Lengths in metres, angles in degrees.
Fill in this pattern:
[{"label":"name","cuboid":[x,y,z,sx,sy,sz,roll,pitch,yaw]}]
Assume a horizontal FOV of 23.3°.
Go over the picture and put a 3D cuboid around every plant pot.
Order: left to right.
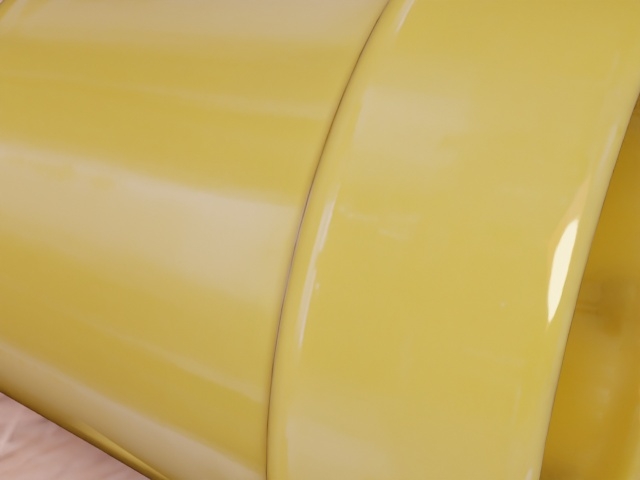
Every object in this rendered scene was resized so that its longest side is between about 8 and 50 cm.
[{"label":"plant pot","cuboid":[0.000,0.000,0.557,0.239,0.254,0.254,14,75,20]}]
